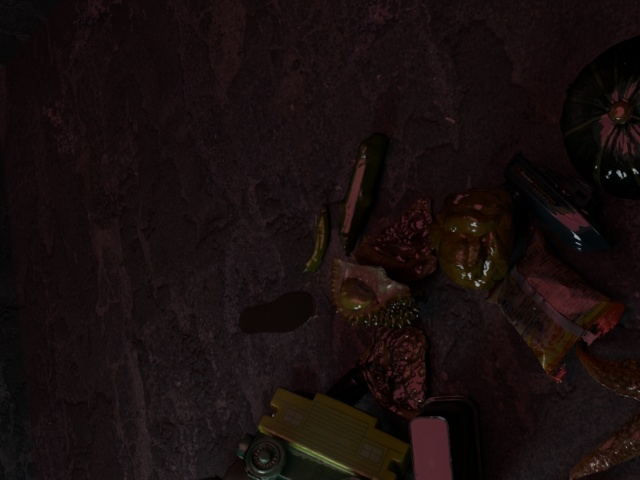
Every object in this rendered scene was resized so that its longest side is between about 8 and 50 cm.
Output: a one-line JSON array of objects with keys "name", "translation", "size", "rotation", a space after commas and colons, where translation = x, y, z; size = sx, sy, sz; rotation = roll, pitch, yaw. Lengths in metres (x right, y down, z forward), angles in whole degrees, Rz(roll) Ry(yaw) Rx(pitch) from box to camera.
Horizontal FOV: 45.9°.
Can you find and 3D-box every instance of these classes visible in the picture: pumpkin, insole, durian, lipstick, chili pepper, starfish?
[{"name": "pumpkin", "translation": [0.628, -0.237, 1.465], "size": [0.323, 0.241, 0.323], "rotation": [-10, 76, 42]}, {"name": "insole", "translation": [-0.136, 0.226, 2.266], "size": [0.327, 0.007, 0.111], "rotation": [-17, 72, 40]}, {"name": "durian", "translation": [0.146, 0.140, 1.893], "size": [0.306, 0.172, 0.167], "rotation": [13, 98, 57]}, {"name": "lipstick", "translation": [0.023, 0.458, 2.039], "size": [0.300, 0.081, 0.081], "rotation": [-50, 55, 26]}, {"name": "chili pepper", "translation": [0.001, 0.000, 2.151], "size": [0.049, 0.043, 0.208], "rotation": [22, 95, 68]}, {"name": "starfish", "translation": [0.668, 0.315, 1.447], "size": [0.383, 0.132, 0.398], "rotation": [-13, 72, 45]}]

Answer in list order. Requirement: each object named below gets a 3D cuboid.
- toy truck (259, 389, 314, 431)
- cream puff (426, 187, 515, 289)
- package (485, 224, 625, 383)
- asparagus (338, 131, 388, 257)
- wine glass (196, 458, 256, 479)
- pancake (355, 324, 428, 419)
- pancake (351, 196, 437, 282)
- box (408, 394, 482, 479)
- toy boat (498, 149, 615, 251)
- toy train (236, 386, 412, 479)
[{"name": "toy truck", "translation": [-0.091, 0.505, 2.136], "size": [0.092, 0.083, 0.192], "rotation": [41, 112, 34]}, {"name": "cream puff", "translation": [0.349, -0.010, 1.696], "size": [0.244, 0.196, 0.244], "rotation": [-178, 90, -69]}, {"name": "package", "translation": [0.481, 0.134, 1.636], "size": [0.223, 0.108, 0.288], "rotation": [-59, 45, 25]}, {"name": "asparagus", "translation": [0.105, -0.126, 2.040], "size": [0.085, 0.082, 0.343], "rotation": [23, 101, 43]}, {"name": "wine glass", "translation": [-0.202, 0.724, 2.116], "size": [0.323, 0.238, 0.238], "rotation": [-23, 69, 37]}, {"name": "pancake", "translation": [0.185, 0.339, 1.924], "size": [0.212, 0.056, 0.258], "rotation": [-12, 69, 34]}, {"name": "pancake", "translation": [0.203, -0.006, 1.951], "size": [0.266, 0.057, 0.245], "rotation": [30, 104, 41]}, {"name": "box", "translation": [0.283, 0.494, 1.714], "size": [0.138, 0.178, 0.274], "rotation": [-10, 79, 25]}, {"name": "toy boat", "translation": [0.521, -0.079, 1.631], "size": [0.122, 0.114, 0.296], "rotation": [-45, 55, 5]}, {"name": "toy train", "translation": [0.018, 0.529, 1.865], "size": [0.442, 0.179, 0.272], "rotation": [19, 64, 20]}]
